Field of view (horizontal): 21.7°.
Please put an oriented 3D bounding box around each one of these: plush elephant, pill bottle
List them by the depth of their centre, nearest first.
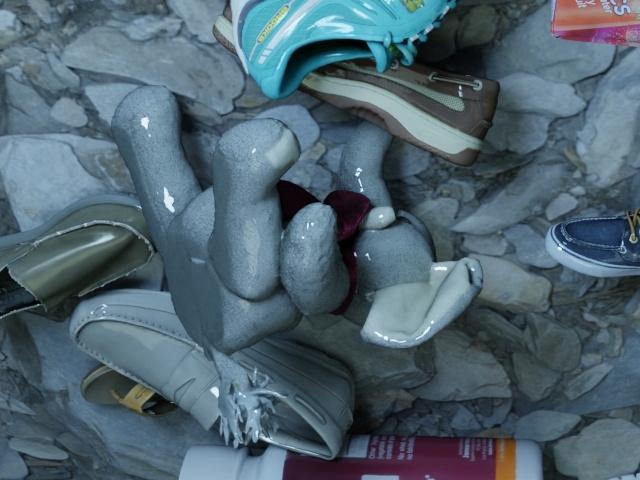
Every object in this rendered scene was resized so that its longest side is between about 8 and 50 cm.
[{"bbox_3d":[0.000,0.000,1.516,0.272,0.255,0.330,9,114,59],"label":"plush elephant"},{"bbox_3d":[0.047,0.323,1.834,0.392,0.224,0.224,0,136,7],"label":"pill bottle"}]

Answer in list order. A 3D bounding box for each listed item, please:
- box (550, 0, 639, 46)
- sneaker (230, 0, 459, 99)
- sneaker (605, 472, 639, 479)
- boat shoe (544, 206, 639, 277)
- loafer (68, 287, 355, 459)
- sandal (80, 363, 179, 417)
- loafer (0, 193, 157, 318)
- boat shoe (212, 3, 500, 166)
[{"bbox_3d":[0.234,-0.263,1.182,0.122,0.257,0.128,7,136,4],"label":"box"},{"bbox_3d":[0.064,-0.192,1.358,0.275,0.110,0.107,-19,159,11],"label":"sneaker"},{"bbox_3d":[0.383,0.290,1.854,0.071,0.083,0.190,35,129,-23],"label":"sneaker"},{"bbox_3d":[0.308,-0.011,1.574,0.183,0.065,0.083,7,134,-7],"label":"boat shoe"},{"bbox_3d":[-0.113,0.141,1.751,0.319,0.111,0.112,19,135,-11],"label":"loafer"},{"bbox_3d":[-0.177,0.169,1.835,0.180,0.049,0.072,5,136,3],"label":"sandal"},{"bbox_3d":[-0.261,0.031,1.677,0.251,0.087,0.094,-21,129,27],"label":"loafer"},{"bbox_3d":[0.036,-0.160,1.457,0.257,0.095,0.095,25,99,-7],"label":"boat shoe"}]
